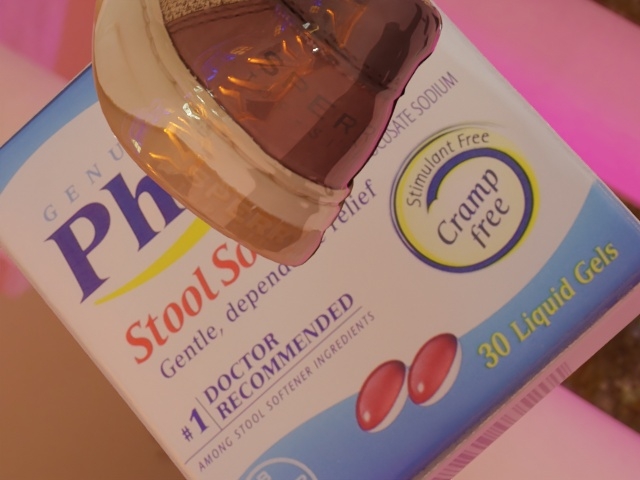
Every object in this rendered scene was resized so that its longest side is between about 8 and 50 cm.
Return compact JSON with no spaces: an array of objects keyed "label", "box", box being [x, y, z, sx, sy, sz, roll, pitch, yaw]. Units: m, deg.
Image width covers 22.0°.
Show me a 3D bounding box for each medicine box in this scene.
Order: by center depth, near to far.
[{"label":"medicine box","box":[0.000,0.000,0.919,0.263,0.289,0.149,-42,-14,3]}]

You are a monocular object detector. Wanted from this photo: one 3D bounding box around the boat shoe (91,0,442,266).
[{"label":"boat shoe","box":[-0.018,-0.106,0.516,0.092,0.103,0.285,-40,31,19]}]
